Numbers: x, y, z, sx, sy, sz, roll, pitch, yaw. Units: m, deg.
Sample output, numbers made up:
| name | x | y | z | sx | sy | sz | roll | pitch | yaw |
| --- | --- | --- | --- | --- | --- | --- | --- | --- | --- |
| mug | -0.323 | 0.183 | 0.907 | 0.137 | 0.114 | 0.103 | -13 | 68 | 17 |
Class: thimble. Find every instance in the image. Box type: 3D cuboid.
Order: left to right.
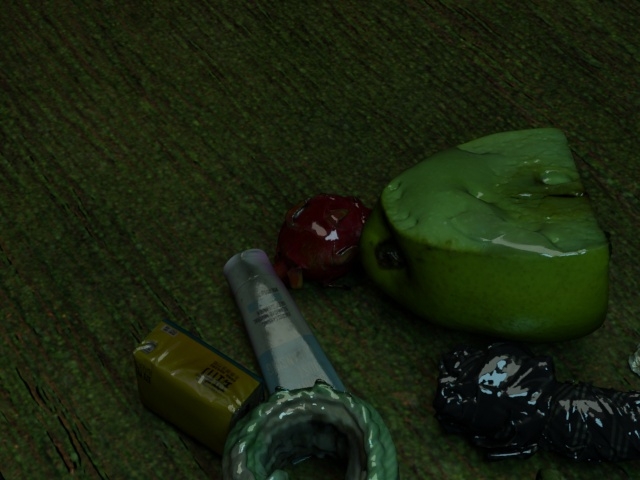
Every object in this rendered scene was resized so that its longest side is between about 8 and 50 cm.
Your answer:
| name | x | y | z | sx | sy | sz | roll | pitch | yaw |
| --- | --- | --- | --- | --- | --- | --- | --- | --- | --- |
| thimble | -0.009 | 0.286 | 1.560 | 0.219 | 0.150 | 0.219 | -2 | 52 | 3 |

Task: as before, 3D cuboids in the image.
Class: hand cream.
| name | x | y | z | sx | sy | sz | roll | pitch | yaw |
| --- | --- | --- | --- | --- | --- | --- | --- | --- | --- |
| hand cream | -0.048 | 0.148 | 1.752 | 0.111 | 0.070 | 0.312 | -23 | 55 | -10 |

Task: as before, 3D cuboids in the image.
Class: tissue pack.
| name | x | y | z | sx | sy | sz | roll | pitch | yaw |
| --- | --- | --- | --- | --- | --- | --- | --- | --- | --- |
| tissue pack | -0.155 | 0.195 | 1.675 | 0.169 | 0.120 | 0.082 | 30 | 54 | 24 |

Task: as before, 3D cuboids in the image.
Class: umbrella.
| name | x | y | z | sx | sy | sz | roll | pitch | yaw |
| --- | --- | --- | --- | --- | --- | --- | --- | --- | --- |
| umbrella | 0.310 | 0.206 | 1.640 | 0.336 | 0.128 | 0.154 | 2 | 59 | 10 |

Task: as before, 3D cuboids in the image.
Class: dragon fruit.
| name | x | y | z | sx | sy | sz | roll | pitch | yaw |
| --- | --- | --- | --- | --- | --- | --- | --- | --- | --- |
| dragon fruit | 0.000 | 0.000 | 1.839 | 0.166 | 0.133 | 0.136 | -34 | 44 | 12 |

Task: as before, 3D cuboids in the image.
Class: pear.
| name | x | y | z | sx | sy | sz | roll | pitch | yaw |
| --- | --- | --- | --- | --- | --- | --- | --- | --- | --- |
| pear | 0.209 | 0.013 | 1.742 | 0.318 | 0.238 | 0.342 | -4 | 31 | 2 |

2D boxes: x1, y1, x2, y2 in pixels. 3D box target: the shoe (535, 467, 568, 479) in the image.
| name | x | y | z | sx | sy | sz | roll | pitch | yaw |
| --- | --- | --- | --- | --- | --- | --- | --- | --- | --- |
| shoe | 0.307 | 0.366 | 1.476 | 0.128 | 0.140 | 0.262 | 14 | 15 | -13 |

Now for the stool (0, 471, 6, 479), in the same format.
| name | x | y | z | sx | sy | sz | roll | pitch | yaw |
| --- | --- | --- | --- | --- | --- | --- | --- | --- | --- |
| stool | -0.434 | 0.304 | 1.573 | 0.228 | 0.139 | 0.153 | -7 | 49 | -1 |

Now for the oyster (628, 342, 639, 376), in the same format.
| name | x | y | z | sx | sy | sz | roll | pitch | yaw |
| --- | --- | --- | --- | --- | --- | --- | --- | --- | --- |
| oyster | 0.456 | 0.169 | 1.731 | 0.100 | 0.037 | 0.098 | 20 | 51 | 19 |
